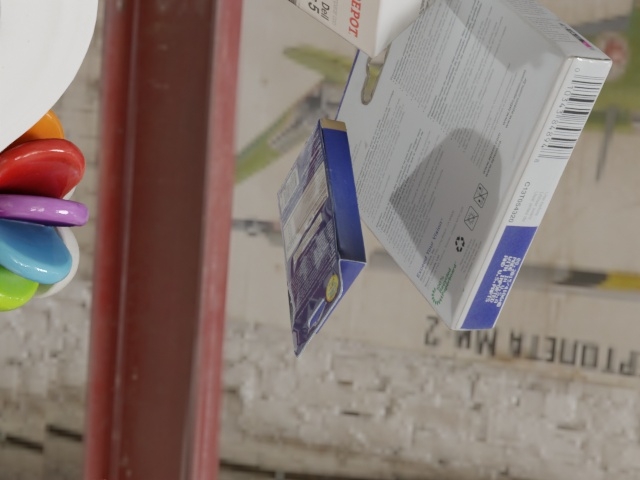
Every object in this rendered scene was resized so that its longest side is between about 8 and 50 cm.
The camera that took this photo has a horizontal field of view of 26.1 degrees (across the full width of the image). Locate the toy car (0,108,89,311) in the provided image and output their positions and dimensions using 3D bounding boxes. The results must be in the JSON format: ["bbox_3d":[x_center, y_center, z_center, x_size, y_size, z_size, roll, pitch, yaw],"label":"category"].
[{"bbox_3d":[-0.258,-0.033,1.184,0.136,0.182,0.159,-10,167,36],"label":"toy car"}]

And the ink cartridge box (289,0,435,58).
[{"bbox_3d":[-0.008,-0.341,1.385,0.273,0.115,0.198,37,156,16],"label":"ink cartridge box"}]

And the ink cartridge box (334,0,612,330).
[{"bbox_3d":[0.140,-0.128,1.490,0.071,0.324,0.330,1,-147,-30],"label":"ink cartridge box"}]

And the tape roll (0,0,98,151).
[{"bbox_3d":[-0.290,-0.167,0.883,0.286,0.286,0.100,0,-138,-32],"label":"tape roll"}]

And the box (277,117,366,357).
[{"bbox_3d":[0.000,0.000,1.461,0.036,0.225,0.136,10,141,-20],"label":"box"}]
